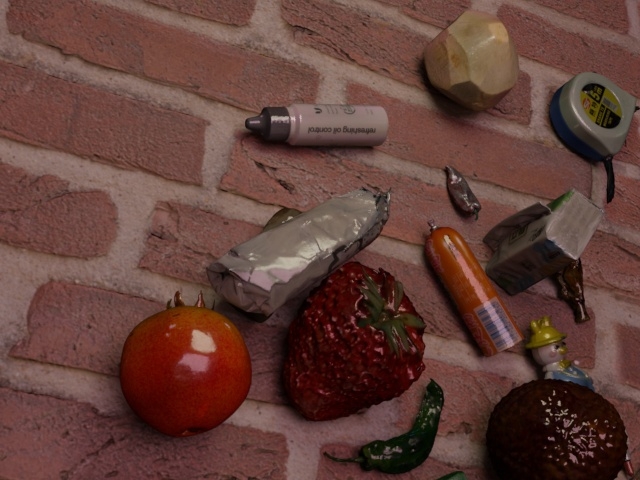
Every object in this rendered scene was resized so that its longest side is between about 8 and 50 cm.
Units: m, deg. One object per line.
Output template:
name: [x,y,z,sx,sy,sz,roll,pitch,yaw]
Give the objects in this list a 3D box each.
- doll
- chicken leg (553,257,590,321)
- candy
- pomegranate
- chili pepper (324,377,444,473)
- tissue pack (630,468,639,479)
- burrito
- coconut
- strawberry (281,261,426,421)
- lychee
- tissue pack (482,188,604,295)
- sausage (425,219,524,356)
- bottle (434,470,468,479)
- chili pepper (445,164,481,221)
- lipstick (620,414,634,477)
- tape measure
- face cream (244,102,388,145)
doll: [0.507,0.277,1.716,0.135,0.099,0.241,-21,79,-7]
chicken leg: [0.566,0.100,1.836,0.093,0.070,0.178,-14,87,-53]
candy: [-0.094,0.043,1.558,0.104,0.102,0.234,35,61,-6]
pomegranate: [-0.230,0.201,1.373,0.221,0.221,0.256,10,49,-19]
chili pepper: [0.151,0.378,1.545,0.279,0.065,0.122,-27,72,-31]
tissue pack: [0.683,0.554,1.696,0.148,0.060,0.108,-35,84,-31]
burrito: [0.000,0.000,1.496,0.445,0.101,0.139,-29,55,-33]
coconut: [0.358,-0.414,1.867,0.197,0.237,0.236,-6,71,-26]
strawberry: [0.059,0.190,1.514,0.261,0.258,0.261,34,36,-30]
lychee: [0.449,0.391,1.554,0.261,0.260,0.260,9,66,-20]
tissue pack: [0.458,-0.010,1.737,0.145,0.229,0.159,41,59,-3]
sausage: [0.309,0.092,1.714,0.093,0.093,0.312,-25,80,-29]
bottle: [0.301,0.595,1.499,0.093,0.093,0.330,-19,78,-28]
chili pepper: [0.320,-0.105,1.829,0.050,0.041,0.153,1,51,-44]
lipstick: [0.647,0.444,1.743,0.030,0.030,0.129,-4,70,-25]
tape measure: [0.660,-0.260,2.001,0.215,0.098,0.351,33,57,-10]
face cream: [-0.011,-0.246,1.720,0.311,0.092,0.092,-2,70,-23]
